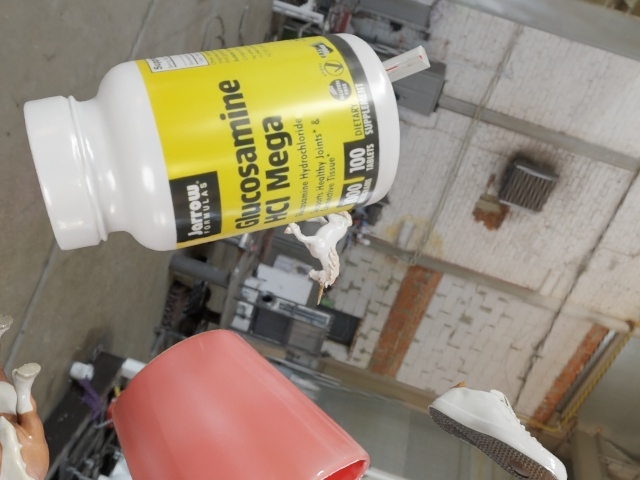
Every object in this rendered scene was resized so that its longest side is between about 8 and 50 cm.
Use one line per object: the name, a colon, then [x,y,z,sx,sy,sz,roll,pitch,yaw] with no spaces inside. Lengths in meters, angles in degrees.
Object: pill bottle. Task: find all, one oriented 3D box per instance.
pill bottle: [-0.105,-0.095,0.638,0.188,0.334,0.187,166,-90,-72]

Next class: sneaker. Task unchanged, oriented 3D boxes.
sneaker: [0.345,0.345,1.178,0.123,0.290,0.105,-36,127,-24]

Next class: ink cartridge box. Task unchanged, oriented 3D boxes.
ink cartridge box: [0.130,-0.340,1.230,0.045,0.145,0.179,71,18,-1]

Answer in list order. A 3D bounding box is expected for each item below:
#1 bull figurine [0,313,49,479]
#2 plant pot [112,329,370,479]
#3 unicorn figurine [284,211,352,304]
bull figurine: [-0.346,0.200,0.666,0.101,0.310,0.188,-11,121,-45]
plant pot: [-0.114,0.263,0.785,0.275,0.243,0.275,-32,153,-19]
unicorn figurine: [0.000,0.000,0.999,0.162,0.111,0.060,-54,176,-23]
